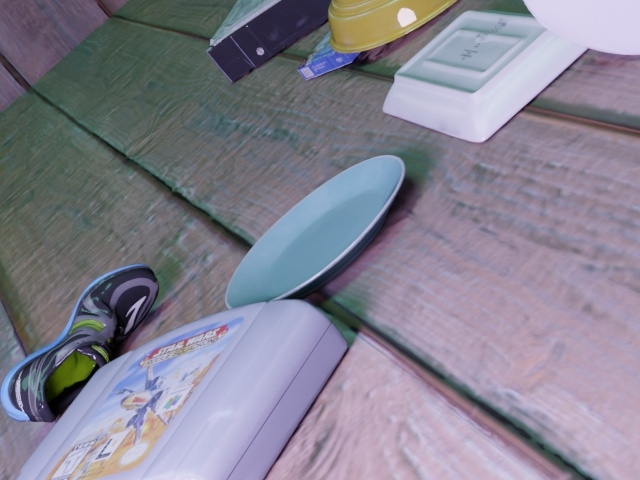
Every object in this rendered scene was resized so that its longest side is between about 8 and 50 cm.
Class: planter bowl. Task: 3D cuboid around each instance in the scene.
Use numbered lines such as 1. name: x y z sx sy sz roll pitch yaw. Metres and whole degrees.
1. planter bowl: 0.079 -0.302 1.772 0.217 0.090 0.217 -29 24 14

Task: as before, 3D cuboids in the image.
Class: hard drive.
1. hard drive: 0.021 -0.353 2.106 0.339 0.064 0.237 -30 20 32

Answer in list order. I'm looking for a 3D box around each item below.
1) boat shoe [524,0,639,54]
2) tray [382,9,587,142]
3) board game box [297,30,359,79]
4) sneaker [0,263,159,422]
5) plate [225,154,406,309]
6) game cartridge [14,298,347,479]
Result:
1. boat shoe: 0.275 -0.217 1.182 0.301 0.108 0.102 -12 33 52
2. tray: 0.138 -0.156 1.441 0.145 0.030 0.270 -41 18 -5
3. board game box: 0.028 -0.222 1.842 0.090 0.020 0.090 -14 30 54
4. sneaker: -0.207 0.099 1.507 0.078 0.067 0.188 13 51 43
5. plate: 0.000 0.000 1.360 0.188 0.024 0.188 -35 19 14
6. game cartridge: -0.118 0.137 1.227 0.297 0.062 0.198 -21 30 46
